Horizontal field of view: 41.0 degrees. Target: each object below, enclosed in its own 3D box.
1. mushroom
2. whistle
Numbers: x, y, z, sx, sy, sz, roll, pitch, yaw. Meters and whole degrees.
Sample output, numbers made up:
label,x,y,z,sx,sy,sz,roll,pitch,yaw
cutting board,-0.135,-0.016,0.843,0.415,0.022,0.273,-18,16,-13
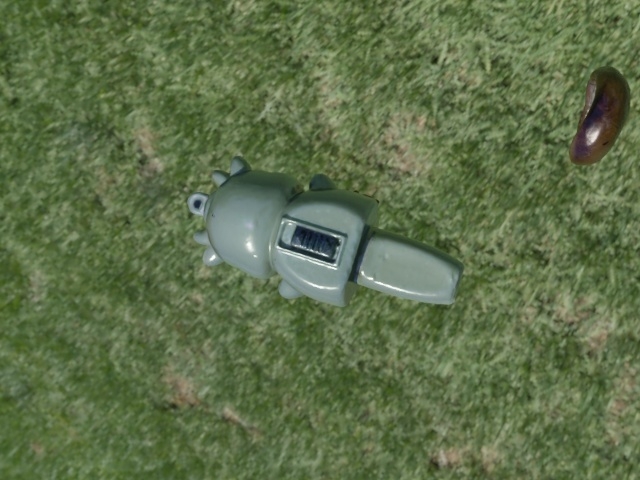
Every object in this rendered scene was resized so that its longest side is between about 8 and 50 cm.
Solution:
label,x,y,z,sx,sy,sz,roll,pitch,yaw
mushroom,0.315,-0.137,0.965,0.052,0.123,0.123,20,136,11
whistle,0.000,-0.001,0.749,0.253,0.106,0.101,16,123,13
